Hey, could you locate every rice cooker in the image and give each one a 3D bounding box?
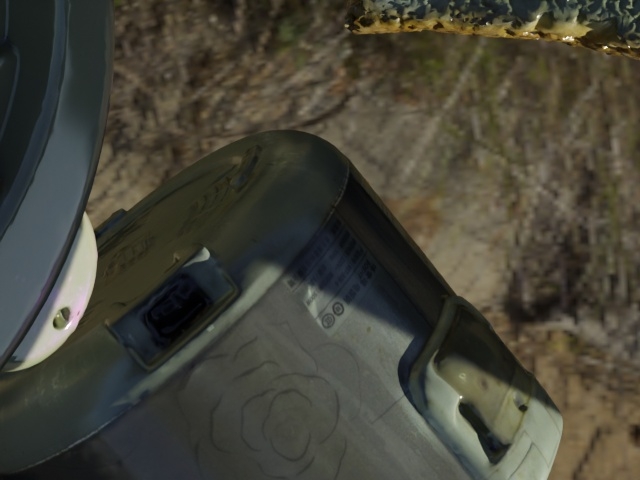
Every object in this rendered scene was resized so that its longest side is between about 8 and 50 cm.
[{"bbox_3d":[-0.028,0.104,0.996,0.277,0.288,0.288,49,60,-14],"label":"rice cooker"}]

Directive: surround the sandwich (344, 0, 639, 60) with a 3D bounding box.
[{"bbox_3d":[0.166,-0.243,1.147,0.273,0.095,0.249,8,97,-1],"label":"sandwich"}]

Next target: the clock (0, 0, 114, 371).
[{"bbox_3d":[-0.183,-0.054,0.556,0.284,0.114,0.309,-35,138,-40],"label":"clock"}]

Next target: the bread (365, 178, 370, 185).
[{"bbox_3d":[0.000,0.000,1.310,0.105,0.233,0.076,-30,109,-11],"label":"bread"}]
